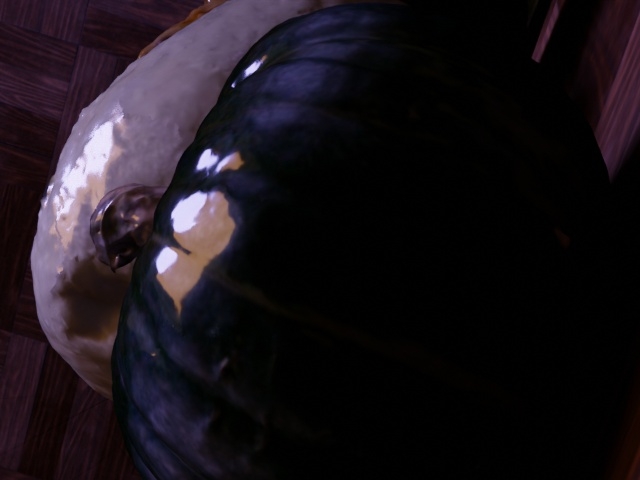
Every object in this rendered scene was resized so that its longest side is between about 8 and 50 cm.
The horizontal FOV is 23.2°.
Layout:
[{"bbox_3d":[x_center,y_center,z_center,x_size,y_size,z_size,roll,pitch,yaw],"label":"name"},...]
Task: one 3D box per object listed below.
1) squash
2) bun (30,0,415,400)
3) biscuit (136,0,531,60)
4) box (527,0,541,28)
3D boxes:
[{"bbox_3d":[0.012,0.017,0.561,0.218,0.172,0.218,-44,8,8],"label":"squash"},{"bbox_3d":[0.000,0.000,0.764,0.259,0.160,0.259,-26,-47,-33],"label":"bun"},{"bbox_3d":[-0.008,-0.057,0.909,0.334,0.081,0.289,-37,-37,-22],"label":"biscuit"},{"bbox_3d":[0.071,-0.063,1.155,0.134,0.097,0.346,-70,-3,-62],"label":"box"}]
